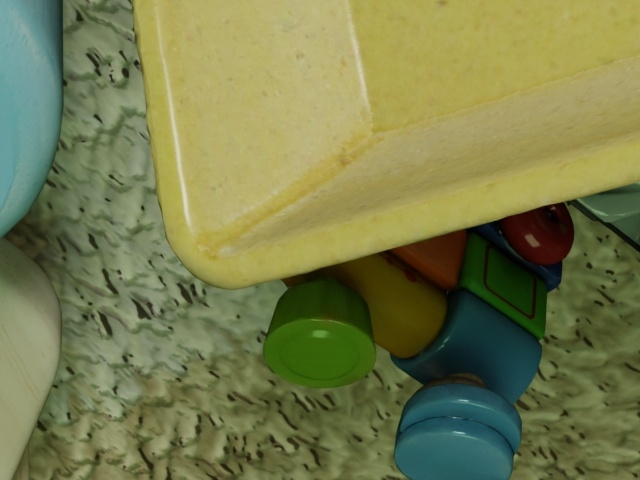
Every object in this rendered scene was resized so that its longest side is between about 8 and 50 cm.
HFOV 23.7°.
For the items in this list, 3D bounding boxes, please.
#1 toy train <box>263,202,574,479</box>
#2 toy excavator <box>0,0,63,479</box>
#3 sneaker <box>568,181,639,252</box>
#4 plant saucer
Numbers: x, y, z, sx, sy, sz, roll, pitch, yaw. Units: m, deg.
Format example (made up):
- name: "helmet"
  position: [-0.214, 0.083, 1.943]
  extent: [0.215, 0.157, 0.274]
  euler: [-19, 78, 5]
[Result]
- name: "toy train"
  position: [0.000, 0.000, 0.668]
  extent: [0.248, 0.143, 0.105]
  euler: [35, 132, -24]
- name: "toy excavator"
  position: [-0.201, -0.034, 0.627]
  extent: [0.433, 0.222, 0.445]
  euler: [-36, 128, 24]
- name: "sneaker"
  position: [0.106, -0.102, 0.639]
  extent: [0.330, 0.122, 0.146]
  euler: [32, 103, -23]
- name: "plant saucer"
  position: [0.088, -0.177, 0.430]
  extent: [0.332, 0.333, 0.081]
  euler: [-15, 168, 28]
